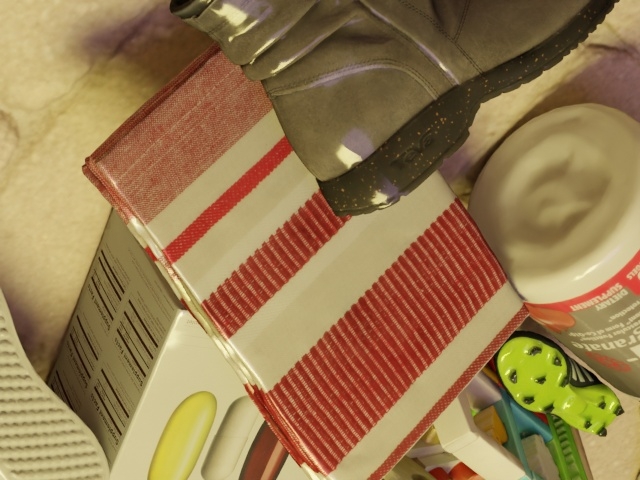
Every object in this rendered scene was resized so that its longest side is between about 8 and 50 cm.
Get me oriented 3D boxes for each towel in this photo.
[{"bbox_3d":[0.000,0.000,1.338,0.237,0.037,0.329,-44,111,-27],"label":"towel"}]

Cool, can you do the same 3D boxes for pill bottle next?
[{"bbox_3d":[0.277,0.034,1.555,0.176,0.176,0.318,-44,132,9],"label":"pill bottle"}]

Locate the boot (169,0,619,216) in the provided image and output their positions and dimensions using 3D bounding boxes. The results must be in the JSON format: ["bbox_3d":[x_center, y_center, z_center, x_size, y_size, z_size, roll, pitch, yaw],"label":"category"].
[{"bbox_3d":[0.070,-0.197,1.303,0.338,0.118,0.223,-44,109,-27],"label":"boot"}]

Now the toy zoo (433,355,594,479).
[{"bbox_3d":[0.146,0.133,1.553,0.030,0.192,0.293,-31,135,20],"label":"toy zoo"}]

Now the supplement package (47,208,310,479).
[{"bbox_3d":[-0.086,0.104,1.436,0.194,0.149,0.203,7,120,-32],"label":"supplement package"}]

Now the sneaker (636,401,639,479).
[{"bbox_3d":[0.376,0.222,1.815,0.104,0.095,0.236,-22,131,-22],"label":"sneaker"}]

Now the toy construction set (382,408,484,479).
[{"bbox_3d":[0.101,0.217,1.558,0.327,0.215,0.151,17,112,-53],"label":"toy construction set"}]

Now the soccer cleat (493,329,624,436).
[{"bbox_3d":[0.194,0.117,1.575,0.060,0.072,0.179,-50,135,6],"label":"soccer cleat"}]

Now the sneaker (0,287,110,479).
[{"bbox_3d":[-0.285,0.096,1.343,0.102,0.161,0.282,-41,116,-30],"label":"sneaker"}]
